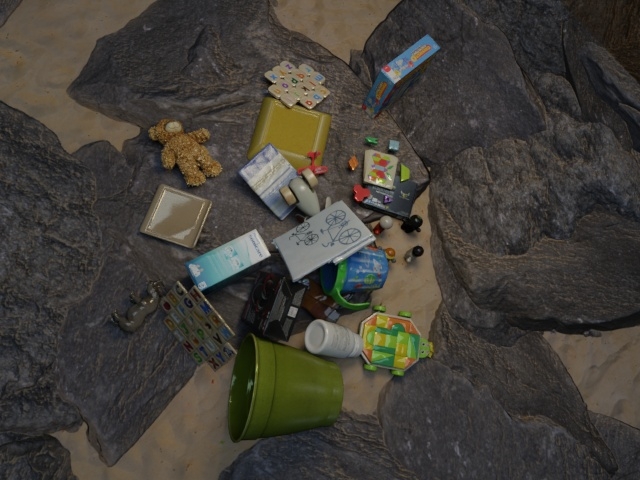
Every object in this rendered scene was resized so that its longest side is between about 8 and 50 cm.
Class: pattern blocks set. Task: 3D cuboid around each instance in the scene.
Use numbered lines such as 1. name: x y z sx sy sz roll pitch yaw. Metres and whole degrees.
1. pattern blocks set: 0.266 -0.320 1.910 0.286 0.026 0.324 1 73 -11

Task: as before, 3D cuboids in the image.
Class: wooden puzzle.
1. wooden puzzle: -0.594 -0.098 1.749 0.239 0.044 0.220 18 75 -1

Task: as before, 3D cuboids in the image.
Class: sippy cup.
1. sippy cup: 0.138 0.108 1.678 0.224 0.240 0.305 6 93 -16

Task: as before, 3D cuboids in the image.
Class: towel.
1. towel: -0.191 -0.252 1.820 0.285 0.034 0.209 48 72 -17

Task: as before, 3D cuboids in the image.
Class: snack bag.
1. snack bag: 0.000 0.000 1.602 0.343 0.323 0.037 -31 125 -3

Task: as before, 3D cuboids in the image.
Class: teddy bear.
1. teddy bear: -0.566 -0.383 1.783 0.245 0.113 0.337 -21 82 -17

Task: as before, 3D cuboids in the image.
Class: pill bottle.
1. pill bottle: 0.059 0.395 1.664 0.229 0.131 0.131 25 70 -40

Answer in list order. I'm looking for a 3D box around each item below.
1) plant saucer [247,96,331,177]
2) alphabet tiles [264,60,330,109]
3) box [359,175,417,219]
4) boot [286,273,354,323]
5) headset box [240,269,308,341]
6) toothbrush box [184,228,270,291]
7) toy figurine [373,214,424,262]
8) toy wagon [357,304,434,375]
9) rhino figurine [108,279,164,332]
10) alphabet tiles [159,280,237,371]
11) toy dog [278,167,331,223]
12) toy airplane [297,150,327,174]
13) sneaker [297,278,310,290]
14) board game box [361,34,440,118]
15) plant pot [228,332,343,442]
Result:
1. plant saucer: -0.131 -0.483 1.905 0.333 0.081 0.332 14 75 -7
2. alphabet tiles: -0.107 -0.718 1.953 0.278 0.021 0.284 37 58 8
3. box: 0.312 -0.210 1.934 0.233 0.059 0.183 19 73 -6
4. boot: -0.002 0.191 1.784 0.281 0.096 0.264 33 80 6
5. headset box: -0.189 0.240 1.620 0.110 0.293 0.217 24 81 -27
6. toothbrush box: -0.357 0.094 1.655 0.296 0.216 0.126 -29 83 -17
7. toy figurine: 0.344 -0.006 1.846 0.213 0.148 0.209 0 77 -11
8. toy wagon: 0.325 0.428 1.781 0.345 0.068 0.267 13 75 -7
9. rhino figurine: -0.691 0.248 1.629 0.106 0.073 0.243 38 72 4
10. alphabet tiles: -0.459 0.324 1.573 0.342 0.285 0.011 50 35 3
11. toy dog: -0.053 -0.149 1.794 0.220 0.161 0.333 -15 114 -9
12. toy airplane: -0.035 -0.330 1.847 0.151 0.151 0.028 -24 47 -15
13. sneaker: -0.090 0.195 1.714 0.098 0.038 0.069 -10 74 -3
14. board game box: 0.361 -0.742 1.943 0.308 0.302 0.086 -41 87 -16
15. plant pot: -0.119 0.545 1.550 0.353 0.366 0.366 12 75 -20
